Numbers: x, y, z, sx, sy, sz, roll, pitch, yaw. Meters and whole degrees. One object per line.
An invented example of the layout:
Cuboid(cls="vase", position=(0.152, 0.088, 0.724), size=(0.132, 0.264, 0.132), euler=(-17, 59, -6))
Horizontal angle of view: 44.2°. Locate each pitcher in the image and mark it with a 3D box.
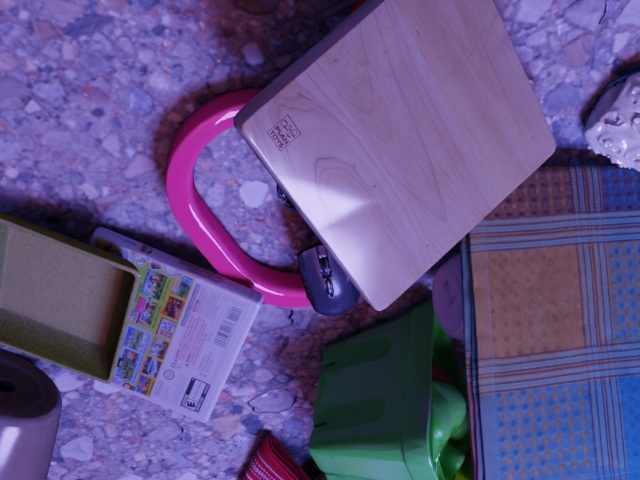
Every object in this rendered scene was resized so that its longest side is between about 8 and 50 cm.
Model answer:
Cuboid(cls="pitcher", position=(0.241, 0.079, 0.982), size=(0.207, 0.126, 0.178), euler=(-4, 145, -19))

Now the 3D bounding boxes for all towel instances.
Cuboid(cls="towel", position=(0.284, 0.100, 0.881), size=(0.271, 0.370, 0.040), euler=(-1, 174, -14))
Cuboid(cls="towel", position=(-0.064, 0.443, 1.200), size=(0.031, 0.199, 0.275), euler=(-21, 147, -45))

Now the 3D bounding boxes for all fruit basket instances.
Cuboid(cls="fruit basket", position=(0.204, 0.285, 1.028), size=(0.391, 0.283, 0.392), euler=(6, 135, 6))

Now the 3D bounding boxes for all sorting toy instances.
Cuboid(cls="sorting toy", position=(0.071, -0.110, 0.763), size=(0.255, 0.089, 0.257), euler=(-42, 125, -7))

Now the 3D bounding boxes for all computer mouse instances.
Cuboid(cls="computer mouse", position=(0.000, 0.000, 0.857), size=(0.071, 0.041, 0.242), euler=(-11, 131, 6))

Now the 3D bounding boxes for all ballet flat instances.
Cuboid(cls="ballet flat", position=(0.498, -0.111, 0.843), size=(0.408, 0.147, 0.147), euler=(1, 129, -8))

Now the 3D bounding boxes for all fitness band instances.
Cuboid(cls="fitness band", position=(-0.045, -0.039, 0.882), size=(0.209, 0.054, 0.291), euler=(-23, 128, 14))

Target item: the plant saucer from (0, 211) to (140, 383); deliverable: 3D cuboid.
Cuboid(cls="plant saucer", position=(-0.304, 0.058, 0.903), size=(0.188, 0.045, 0.188), euler=(21, 125, -4))

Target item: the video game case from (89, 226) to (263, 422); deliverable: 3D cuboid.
Cuboid(cls="video game case", position=(-0.200, 0.110, 0.961), size=(0.206, 0.026, 0.227), euler=(23, 125, -5))

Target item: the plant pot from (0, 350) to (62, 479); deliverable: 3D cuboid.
Cuboid(cls="plant pot", position=(-0.439, 0.264, 0.973), size=(0.263, 0.263, 0.229), euler=(24, 105, -25))

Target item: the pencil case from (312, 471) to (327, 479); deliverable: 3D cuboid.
Cuboid(cls="pencil case", position=(-0.007, 0.444, 1.255), size=(0.104, 0.104, 0.236), euler=(21, 125, -23))
